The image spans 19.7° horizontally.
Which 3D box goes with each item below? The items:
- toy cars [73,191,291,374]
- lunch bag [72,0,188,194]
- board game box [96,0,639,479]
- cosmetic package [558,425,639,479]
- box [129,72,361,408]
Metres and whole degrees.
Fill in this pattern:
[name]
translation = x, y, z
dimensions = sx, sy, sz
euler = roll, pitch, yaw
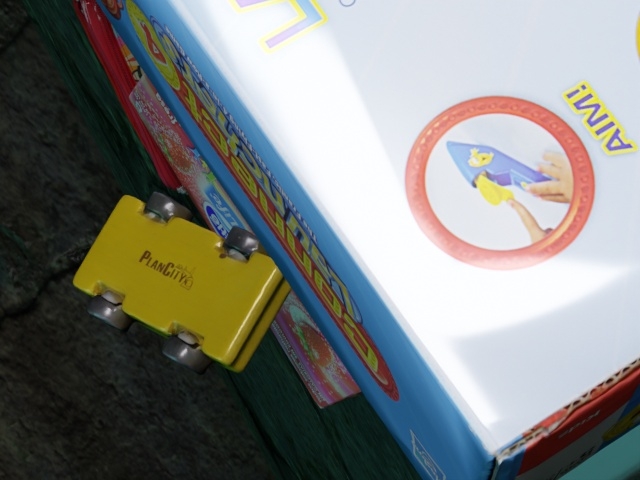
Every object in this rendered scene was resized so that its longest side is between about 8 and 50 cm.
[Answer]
[toy cars]
translation = 0.000, 0.000, 1.265
dimensions = 0.087, 0.394, 0.176
euler = 36, -140, -44
[lunch bag]
translation = -0.136, -0.186, 1.609
dimensions = 0.293, 0.120, 0.258
euler = 69, -178, -53
[board game box]
translation = 0.080, -0.133, 0.493
dimensions = 0.308, 0.302, 0.086
euler = 56, 168, 18
[cosmetic package]
translation = 0.156, -0.026, 0.639
dimensions = 0.138, 0.225, 0.224
euler = 57, 168, 11
[box]
translation = 0.001, -0.040, 1.424
dimensions = 0.300, 0.154, 0.142
euler = 58, 160, 1
